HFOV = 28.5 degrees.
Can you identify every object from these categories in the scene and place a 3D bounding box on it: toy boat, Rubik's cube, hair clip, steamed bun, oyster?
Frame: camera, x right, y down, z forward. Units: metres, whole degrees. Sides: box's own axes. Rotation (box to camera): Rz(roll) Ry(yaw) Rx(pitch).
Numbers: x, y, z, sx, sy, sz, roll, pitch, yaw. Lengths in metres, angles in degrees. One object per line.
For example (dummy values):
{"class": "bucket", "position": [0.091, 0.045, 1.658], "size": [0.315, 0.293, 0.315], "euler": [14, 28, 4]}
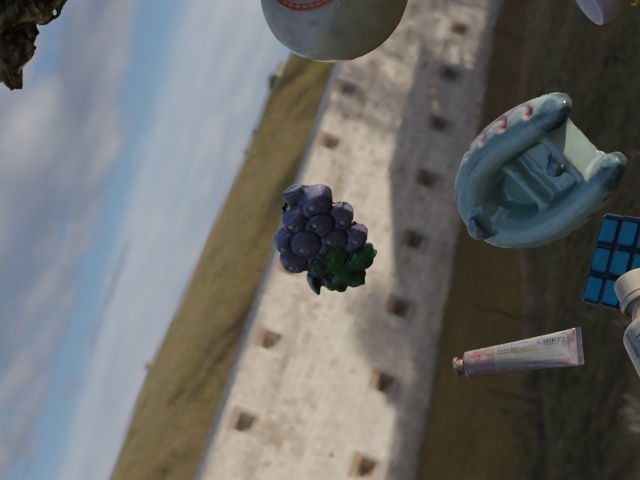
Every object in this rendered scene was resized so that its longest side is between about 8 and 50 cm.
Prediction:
{"class": "toy boat", "position": [0.202, -0.055, 1.226], "size": [0.079, 0.134, 0.208], "euler": [-49, 6, -33]}
{"class": "Rubik's cube", "position": [0.561, 0.054, 2.111], "size": [0.162, 0.163, 0.160], "euler": [15, 90, 62]}
{"class": "hair clip", "position": [0.000, -0.001, 1.680], "size": [0.124, 0.195, 0.052], "euler": [-25, 37, 13]}
{"class": "steamed bun", "position": [0.013, -0.384, 1.865], "size": [0.231, 0.232, 0.145], "euler": [-69, -24, -7]}
{"class": "oyster", "position": [-0.389, -0.392, 1.856], "size": [0.351, 0.115, 0.238], "euler": [-45, -23, -33]}

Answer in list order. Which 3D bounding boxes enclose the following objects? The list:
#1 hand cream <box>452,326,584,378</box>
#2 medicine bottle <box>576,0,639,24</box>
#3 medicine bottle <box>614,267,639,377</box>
{"class": "hand cream", "position": [0.313, 0.185, 1.998], "size": [0.043, 0.210, 0.067], "euler": [51, -147, -47]}
{"class": "medicine bottle", "position": [0.405, -0.344, 1.510], "size": [0.212, 0.121, 0.122], "euler": [-36, 0, -2]}
{"class": "medicine bottle", "position": [0.522, 0.157, 1.905], "size": [0.114, 0.114, 0.252], "euler": [112, 149, -47]}
